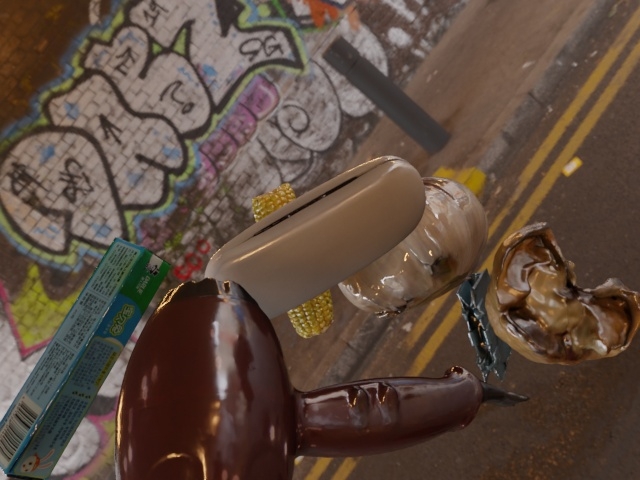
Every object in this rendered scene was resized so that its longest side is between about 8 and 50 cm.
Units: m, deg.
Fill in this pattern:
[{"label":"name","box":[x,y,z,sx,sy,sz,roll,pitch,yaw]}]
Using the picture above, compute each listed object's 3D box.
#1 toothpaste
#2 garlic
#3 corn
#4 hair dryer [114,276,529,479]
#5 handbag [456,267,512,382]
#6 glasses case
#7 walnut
[{"label":"toothpaste","box":[-0.267,0.126,0.609,0.065,0.050,0.267,13,70,40]},{"label":"garlic","box":[0.168,0.014,0.997,0.321,0.241,0.322,-13,0,0]},{"label":"corn","box":[-0.042,0.033,0.866,0.081,0.249,0.081,-19,1,0]},{"label":"hair dryer","box":[0.031,0.178,0.397,0.123,0.340,0.313,123,142,-53]},{"label":"handbag","box":[0.378,0.197,1.256,0.062,0.229,0.179,-16,9,28]},{"label":"glasses case","box":[0.000,0.000,0.521,0.233,0.092,0.059,-32,41,-11]},{"label":"walnut","box":[0.352,0.105,0.852,0.204,0.238,0.141,-49,-4,-24]}]
